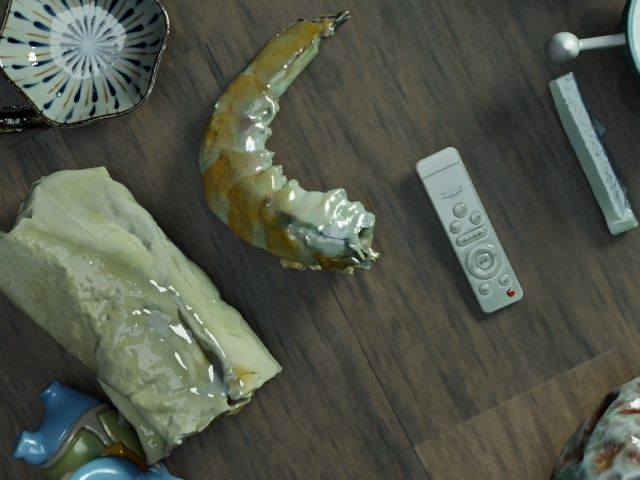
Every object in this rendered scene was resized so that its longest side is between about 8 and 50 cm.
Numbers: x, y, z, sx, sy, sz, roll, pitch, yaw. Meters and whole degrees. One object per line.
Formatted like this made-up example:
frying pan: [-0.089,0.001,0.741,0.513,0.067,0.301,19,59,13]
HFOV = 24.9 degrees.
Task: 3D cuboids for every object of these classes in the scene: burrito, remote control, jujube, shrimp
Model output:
burrito: [-0.202,0.063,1.522,0.190,0.135,0.332,-41,90,-21]
remote control: [0.161,-0.011,1.571,0.050,0.027,0.184,-25,96,7]
jujube: [0.382,0.291,1.480,0.226,0.226,0.317,-45,92,6]
shrimp: [-0.041,-0.097,1.553,0.185,0.068,0.287,-7,72,9]

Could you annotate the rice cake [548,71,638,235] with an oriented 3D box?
rice cake: [0.294,-0.094,1.550,0.042,0.030,0.180,-23,92,11]

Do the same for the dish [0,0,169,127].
dish: [-0.251,-0.213,1.568,0.191,0.066,0.190,0,91,3]

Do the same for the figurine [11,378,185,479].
figurine: [-0.236,0.285,1.550,0.154,0.180,0.262,-38,98,25]

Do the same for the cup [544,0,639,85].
cup: [0.377,-0.211,1.466,0.300,0.173,0.167,-6,94,5]

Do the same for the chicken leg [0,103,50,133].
chicken leg: [-0.408,-0.097,1.596,0.253,0.051,0.106,-36,96,5]

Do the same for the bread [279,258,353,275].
bread: [0.000,0.000,1.575,0.083,0.035,0.070,6,90,14]
